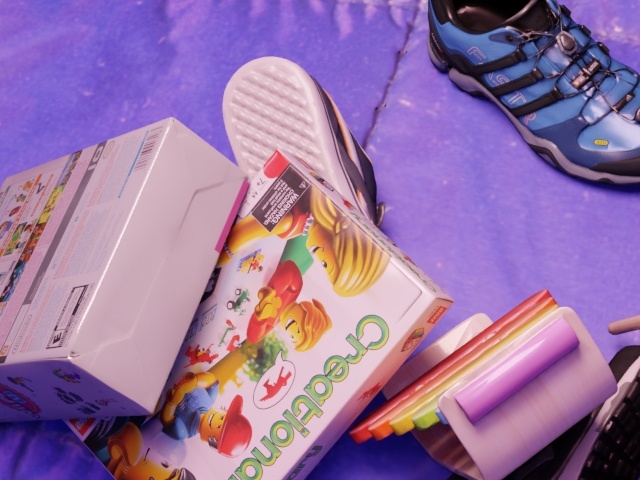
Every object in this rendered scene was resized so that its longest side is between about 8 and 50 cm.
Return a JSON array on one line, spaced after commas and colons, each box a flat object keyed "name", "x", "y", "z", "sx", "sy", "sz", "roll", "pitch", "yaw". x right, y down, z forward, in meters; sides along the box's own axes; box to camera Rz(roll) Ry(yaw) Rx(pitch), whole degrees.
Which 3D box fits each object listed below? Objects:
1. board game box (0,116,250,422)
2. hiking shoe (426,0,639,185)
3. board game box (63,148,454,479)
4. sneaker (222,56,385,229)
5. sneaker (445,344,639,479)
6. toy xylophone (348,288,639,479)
[{"name": "board game box", "x": -0.215, "y": 0.036, "z": 1.314, "sx": 0.303, "sy": 0.097, "sz": 0.224, "roll": -10, "pitch": 51, "yaw": 51}, {"name": "hiking shoe", "x": 0.205, "y": -0.154, "z": 1.374, "sx": 0.304, "sy": 0.132, "sz": 0.113, "roll": 33, "pitch": 73, "yaw": 30}, {"name": "board game box", "x": -0.058, "y": 0.101, "z": 1.268, "sx": 0.193, "sy": 0.053, "sz": 0.305, "roll": 43, "pitch": 100, "yaw": 23}, {"name": "sneaker", "x": 0.000, "y": 0.000, "z": 1.358, "sx": 0.126, "sy": 0.127, "sz": 0.321, "roll": -11, "pitch": 82, "yaw": 16}, {"name": "sneaker", "x": 0.164, "y": 0.187, "z": 1.203, "sx": 0.124, "sy": 0.107, "sz": 0.283, "roll": 22, "pitch": 67, "yaw": 34}, {"name": "toy xylophone", "x": 0.154, "y": 0.099, "z": 1.174, "sx": 0.236, "sy": 0.322, "sz": 0.081, "roll": -35, "pitch": 90, "yaw": -15}]
